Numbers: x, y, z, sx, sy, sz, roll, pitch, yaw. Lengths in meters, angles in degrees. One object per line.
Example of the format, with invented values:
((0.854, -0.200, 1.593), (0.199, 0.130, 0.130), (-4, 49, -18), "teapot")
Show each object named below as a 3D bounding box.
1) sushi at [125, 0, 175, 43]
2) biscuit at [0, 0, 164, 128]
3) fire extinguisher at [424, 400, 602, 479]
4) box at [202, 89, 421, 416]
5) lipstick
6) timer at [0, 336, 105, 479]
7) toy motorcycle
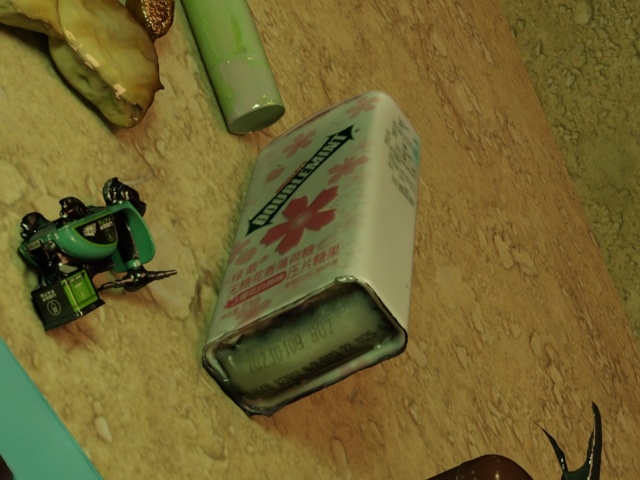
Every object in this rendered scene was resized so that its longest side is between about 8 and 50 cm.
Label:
((-0.185, -0.247, 1.304), (0.050, 0.047, 0.099), (31, 53, -31), "sushi")
((-0.257, -0.224, 1.128), (0.299, 0.045, 0.154), (40, 33, -40), "biscuit")
((0.072, 0.240, 0.935), (0.114, 0.337, 0.135), (42, 29, -43), "fire extinguisher")
((0.000, 0.000, 1.238), (0.112, 0.190, 0.370), (51, 25, -23), "box")
((-0.120, -0.271, 1.424), (0.076, 0.076, 0.304), (11, 55, -61), "lipstick")
((-0.255, 0.143, 0.690), (0.250, 0.091, 0.232), (55, 34, 10), "timer")
((-0.185, 0.006, 1.016), (0.100, 0.058, 0.173), (68, 24, -5), "toy motorcycle")
